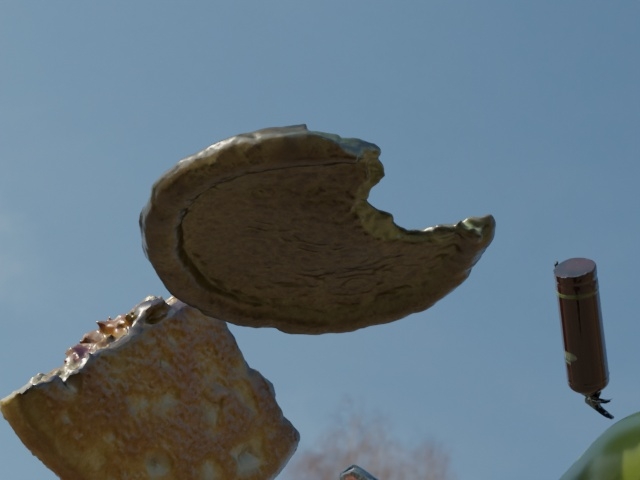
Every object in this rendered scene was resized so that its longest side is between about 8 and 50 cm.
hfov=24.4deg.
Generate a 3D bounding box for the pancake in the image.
[{"bbox_3d":[0.000,0.000,1.191,0.286,0.033,0.288,-3,-32,-1],"label":"pancake"}]

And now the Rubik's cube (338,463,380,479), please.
[{"bbox_3d":[0.121,0.320,1.059,0.229,0.233,0.228,3,-52,-9],"label":"Rubik's cube"}]

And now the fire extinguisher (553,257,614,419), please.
[{"bbox_3d":[0.255,0.096,1.444,0.064,0.043,0.158,22,-51,53],"label":"fire extinguisher"}]

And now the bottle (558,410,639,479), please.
[{"bbox_3d":[0.241,0.181,1.070,0.112,0.112,0.260,17,-31,-2],"label":"bottle"}]

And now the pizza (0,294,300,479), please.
[{"bbox_3d":[-0.189,0.192,1.733,0.409,0.278,0.114,10,-19,-43],"label":"pizza"}]
